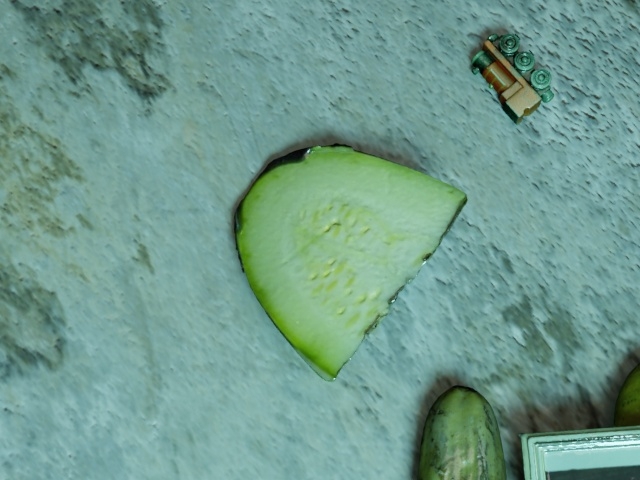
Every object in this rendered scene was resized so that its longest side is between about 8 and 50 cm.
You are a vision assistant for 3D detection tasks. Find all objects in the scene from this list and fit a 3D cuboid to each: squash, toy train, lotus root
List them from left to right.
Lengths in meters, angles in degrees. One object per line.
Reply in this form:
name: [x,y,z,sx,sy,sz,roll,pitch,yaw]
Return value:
squash: [0.000,0.000,1.210,0.155,0.204,0.237,45,74,-14]
lotus root: [0.142,0.235,1.180,0.089,0.080,0.179,3,71,10]
toy train: [0.217,-0.188,1.345,0.064,0.044,0.103,-38,79,-4]

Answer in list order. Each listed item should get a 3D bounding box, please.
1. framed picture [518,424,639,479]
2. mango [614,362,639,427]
framed picture: [0.337,0.275,1.070,0.293,0.018,0.231,-7,66,10]
mango: [0.409,0.261,1.152,0.329,0.175,0.176,51,38,13]
